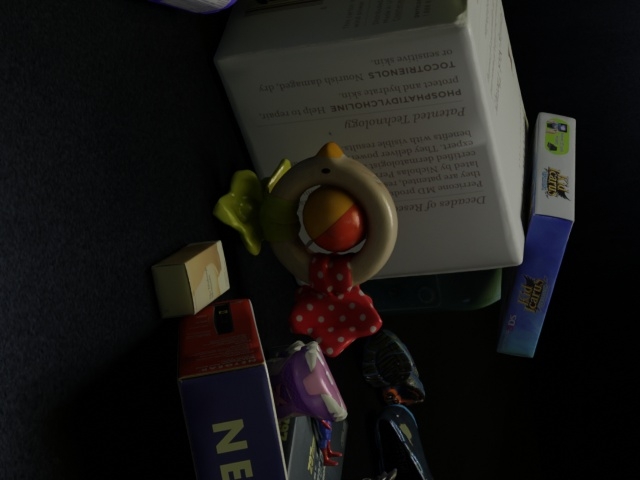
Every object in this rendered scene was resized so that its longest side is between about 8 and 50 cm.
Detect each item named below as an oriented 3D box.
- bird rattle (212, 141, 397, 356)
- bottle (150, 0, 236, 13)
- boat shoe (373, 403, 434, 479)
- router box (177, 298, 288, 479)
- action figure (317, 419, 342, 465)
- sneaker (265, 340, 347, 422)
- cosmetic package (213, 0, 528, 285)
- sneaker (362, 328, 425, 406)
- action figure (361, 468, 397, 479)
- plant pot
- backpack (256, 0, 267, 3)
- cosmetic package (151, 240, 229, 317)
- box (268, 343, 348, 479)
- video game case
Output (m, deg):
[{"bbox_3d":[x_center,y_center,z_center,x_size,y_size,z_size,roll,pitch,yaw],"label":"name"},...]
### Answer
[{"bbox_3d":[0.000,0.000,1.590,0.253,0.207,0.143,52,27,9],"label":"bird rattle"},{"bbox_3d":[-0.165,-0.313,1.406,0.283,0.092,0.118,-9,92,-73],"label":"bottle"},{"bbox_3d":[0.129,0.397,2.115,0.089,0.109,0.258,-3,69,-66],"label":"boat shoe"},{"bbox_3d":[-0.074,0.250,1.322,0.301,0.082,0.336,-125,-155,-81],"label":"router box"},{"bbox_3d":[0.005,0.225,1.656,0.038,0.030,0.115,-49,127,-62],"label":"action figure"},{"bbox_3d":[-0.039,0.174,1.516,0.236,0.104,0.095,158,-88,-80],"label":"sneaker"},{"bbox_3d":[0.090,-0.198,1.803,0.329,0.327,0.394,-79,156,-47],"label":"cosmetic package"},{"bbox_3d":[0.112,0.199,2.168,0.221,0.083,0.087,67,9,-57],"label":"sneaker"},{"bbox_3d":[0.085,0.385,1.730,0.276,0.140,0.164,113,-2,-81],"label":"action figure"},{"bbox_3d":[0.148,0.005,2.090,0.252,0.247,0.248,-32,114,-62],"label":"plant pot"},{"bbox_3d":[-0.025,-0.477,1.651,0.213,0.263,0.277,50,32,-32],"label":"backpack"},{"bbox_3d":[-0.140,0.041,1.432,0.115,0.041,0.060,-43,124,-70],"label":"cosmetic package"},{"bbox_3d":[-0.027,0.277,1.677,0.183,0.059,0.233,65,24,-43],"label":"box"},{"bbox_3d":[0.316,-0.008,1.933,0.244,0.061,0.270,-75,175,-49],"label":"video game case"}]
